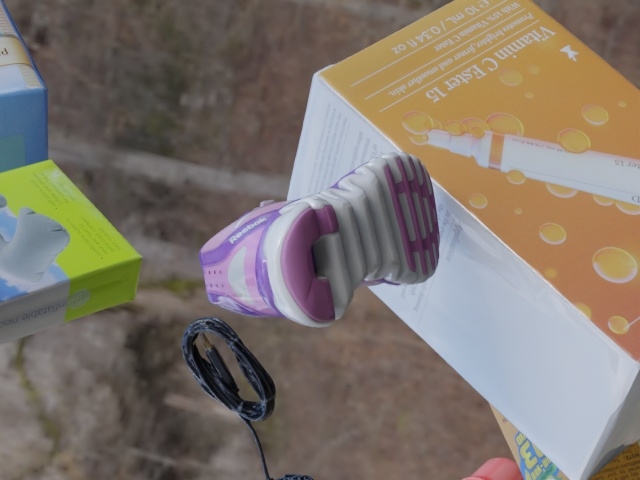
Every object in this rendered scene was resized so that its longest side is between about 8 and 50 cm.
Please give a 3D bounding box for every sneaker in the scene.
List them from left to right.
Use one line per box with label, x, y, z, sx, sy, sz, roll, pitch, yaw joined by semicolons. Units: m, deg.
sneaker;0.000;0.000;1.223;0.236;0.105;0.095;-22;-79;-57

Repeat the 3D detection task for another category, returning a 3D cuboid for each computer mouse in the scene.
computer mouse;-0.034;0.161;1.279;0.041;0.071;0.242;-41;-66;-56

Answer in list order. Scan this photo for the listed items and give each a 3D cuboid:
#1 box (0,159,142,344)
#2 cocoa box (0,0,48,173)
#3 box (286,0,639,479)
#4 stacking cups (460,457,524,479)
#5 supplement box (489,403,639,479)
box;-0.208;0.016;1.043;0.178;0.109;0.042;-19;-41;-36
cocoa box;-0.382;-0.053;1.235;0.231;0.347;0.228;97;152;-42
box;0.171;-0.016;1.414;0.215;0.345;0.168;-32;-27;-31
stacking cups;0.136;0.342;1.952;0.316;0.096;0.096;-32;-44;-46
supplement box;0.204;0.152;1.529;0.080;0.233;0.078;-12;-29;-28
